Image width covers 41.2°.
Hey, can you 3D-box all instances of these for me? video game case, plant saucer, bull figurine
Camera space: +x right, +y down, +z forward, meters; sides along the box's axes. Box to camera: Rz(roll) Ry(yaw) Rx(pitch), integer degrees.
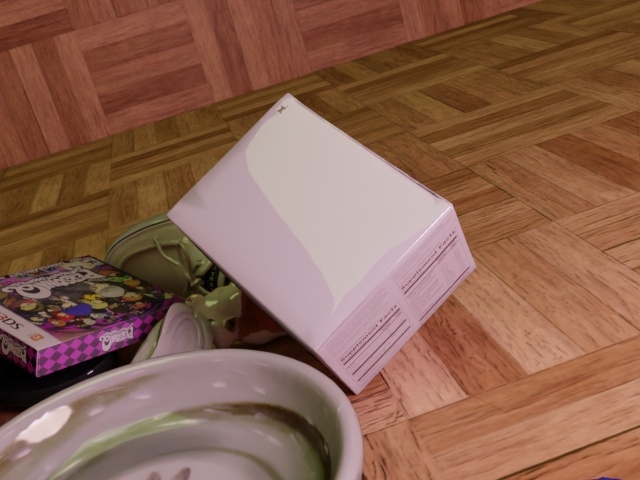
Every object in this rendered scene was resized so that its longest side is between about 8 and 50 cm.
[{"bbox_3d":[-0.325,0.087,1.089,0.210,0.042,0.232,21,23,34],"label":"video game case"},{"bbox_3d":[-0.152,0.240,0.739,0.400,0.100,0.400,-11,22,5],"label":"plant saucer"},{"bbox_3d":[-0.017,0.044,1.089,0.310,0.188,0.101,-3,-17,11],"label":"bull figurine"}]

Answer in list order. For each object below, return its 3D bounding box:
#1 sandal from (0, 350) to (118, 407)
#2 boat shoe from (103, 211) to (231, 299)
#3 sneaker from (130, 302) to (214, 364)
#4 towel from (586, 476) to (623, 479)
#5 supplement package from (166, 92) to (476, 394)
[{"bbox_3d":[-0.435,0.127,1.228,0.167,0.107,0.445,-28,24,-29],"label":"sandal"},{"bbox_3d":[-0.149,0.045,1.223,0.367,0.136,0.156,-3,26,7],"label":"boat shoe"},{"bbox_3d":[-0.197,0.178,0.987,0.095,0.090,0.235,-39,16,35],"label":"sneaker"},{"bbox_3d":[0.132,0.271,0.432,0.227,0.076,0.308,-33,18,6],"label":"towel"},{"bbox_3d":[0.000,0.000,0.954,0.204,0.145,0.262,-46,57,-8],"label":"supplement package"}]
